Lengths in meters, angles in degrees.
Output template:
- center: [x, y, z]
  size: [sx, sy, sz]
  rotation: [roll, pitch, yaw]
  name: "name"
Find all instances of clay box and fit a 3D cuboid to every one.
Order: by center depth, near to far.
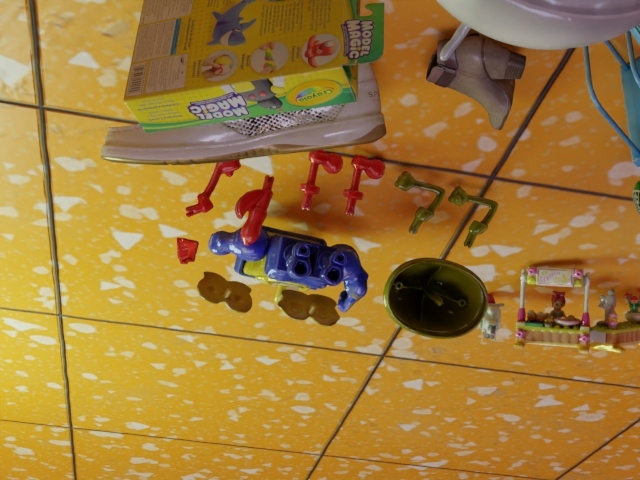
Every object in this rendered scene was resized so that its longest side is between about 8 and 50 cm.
- center: [-0.050, -0.169, 0.801]
  size: [0.222, 0.127, 0.053]
  rotation: [-5, 148, 14]
  name: "clay box"

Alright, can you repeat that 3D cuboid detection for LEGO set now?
- center: [0.355, 0.086, 1.244]
  size: [0.287, 0.107, 0.132]
  rotation: [1, -177, -5]
  name: "LEGO set"

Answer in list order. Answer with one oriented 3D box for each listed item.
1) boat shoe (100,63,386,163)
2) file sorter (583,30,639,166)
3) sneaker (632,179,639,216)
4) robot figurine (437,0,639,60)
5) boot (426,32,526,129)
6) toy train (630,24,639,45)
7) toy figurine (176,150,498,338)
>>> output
- center: [-0.079, -0.127, 0.912]
  size: [0.277, 0.096, 0.098]
  rotation: [-7, -174, 0]
  name: "boat shoe"
- center: [0.319, -0.163, 0.791]
  size: [0.170, 0.118, 0.104]
  rotation: [-23, 136, 35]
  name: "file sorter"
- center: [0.366, -0.026, 0.884]
  size: [0.146, 0.134, 0.343]
  rotation: [-10, 179, 29]
  name: "sneaker"
- center: [0.164, -0.258, 0.557]
  size: [0.300, 0.199, 0.353]
  rotation: [-27, 157, -28]
  name: "robot figurine"
- center: [0.145, -0.153, 0.900]
  size: [0.087, 0.042, 0.118]
  rotation: [9, 147, 3]
  name: "boot"
- center: [0.302, -0.212, 0.681]
  size: [0.184, 0.105, 0.080]
  rotation: [-42, 107, -1]
  name: "toy train"
- center: [0.000, 0.000, 1.113]
  size: [0.363, 0.191, 0.217]
  rotation: [11, 177, -18]
  name: "toy figurine"
